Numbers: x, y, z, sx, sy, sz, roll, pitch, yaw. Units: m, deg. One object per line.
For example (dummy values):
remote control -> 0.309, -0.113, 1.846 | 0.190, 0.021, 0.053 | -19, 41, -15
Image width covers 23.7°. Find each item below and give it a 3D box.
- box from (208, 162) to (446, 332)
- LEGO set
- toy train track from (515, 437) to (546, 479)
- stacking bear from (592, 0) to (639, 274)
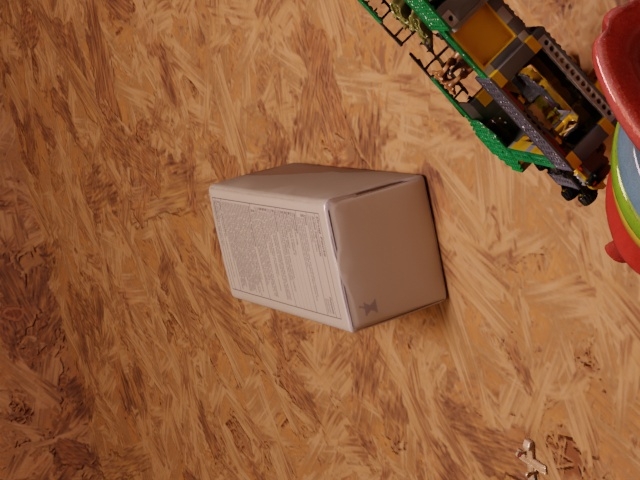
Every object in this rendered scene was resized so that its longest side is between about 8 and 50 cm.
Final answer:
box -> 0.000, 0.000, 1.689 | 0.311, 0.121, 0.148 | 13, 117, 62
LEGO set -> 0.154, -0.209, 1.171 | 0.331, 0.192, 0.255 | 46, 177, -6
toy train track -> 0.208, 0.239, 1.531 | 0.048, 0.014, 0.083 | 29, 131, 57
stacking bear -> 0.253, -0.047, 0.971 | 0.289, 0.175, 0.164 | 89, 158, -76
